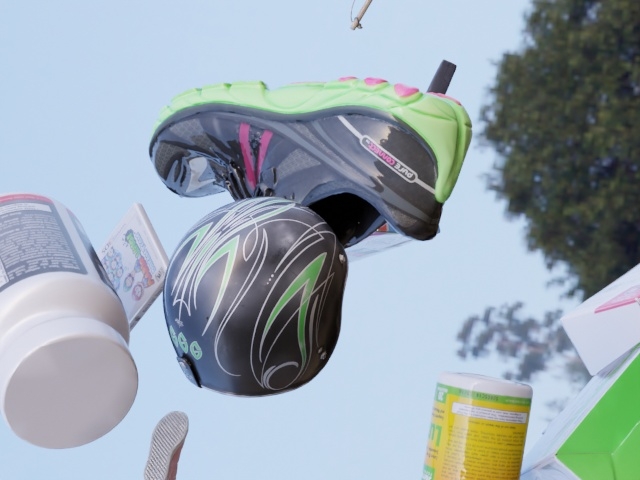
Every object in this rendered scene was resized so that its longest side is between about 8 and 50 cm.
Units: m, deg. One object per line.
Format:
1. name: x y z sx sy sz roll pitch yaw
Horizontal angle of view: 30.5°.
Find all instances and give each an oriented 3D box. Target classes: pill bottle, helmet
1. pill bottle: -0.375 0.100 1.570 0.210 0.363 0.210 -12 -57 -20
2. pill bottle: 0.213 0.314 1.649 0.136 0.136 0.246 16 -97 -67
3. helmet: -0.059 0.043 1.060 0.169 0.169 0.162 -37 -42 -58

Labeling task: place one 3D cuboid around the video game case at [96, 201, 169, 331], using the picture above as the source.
1. video game case: -0.290 0.044 1.792 0.019 0.157 0.143 15 -56 -45

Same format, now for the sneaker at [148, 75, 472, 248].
1. sneaker: -0.045 -0.076 1.377 0.185 0.482 0.202 12 -97 -43

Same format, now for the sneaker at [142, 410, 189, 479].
1. sneaker: -0.238 0.331 1.800 0.070 0.051 0.134 95 -170 -53

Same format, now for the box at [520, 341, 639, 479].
1. box: 0.416 0.281 1.704 0.262 0.127 0.231 -44 -10 -23

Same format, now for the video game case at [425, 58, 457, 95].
1. video game case: 0.151 -0.149 2.087 0.248 0.035 0.275 114 -178 -57

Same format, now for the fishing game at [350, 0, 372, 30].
1. fishing game: -0.018 -0.387 1.403 0.264 0.041 0.189 28 -94 -28

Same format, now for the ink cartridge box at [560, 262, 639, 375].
1. ink cartridge box: 0.578 0.098 1.967 0.283 0.207 0.117 -30 -90 -29

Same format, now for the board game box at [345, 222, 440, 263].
1. board game box: 0.000 0.000 1.921 0.242 0.316 0.064 2 -107 -55
